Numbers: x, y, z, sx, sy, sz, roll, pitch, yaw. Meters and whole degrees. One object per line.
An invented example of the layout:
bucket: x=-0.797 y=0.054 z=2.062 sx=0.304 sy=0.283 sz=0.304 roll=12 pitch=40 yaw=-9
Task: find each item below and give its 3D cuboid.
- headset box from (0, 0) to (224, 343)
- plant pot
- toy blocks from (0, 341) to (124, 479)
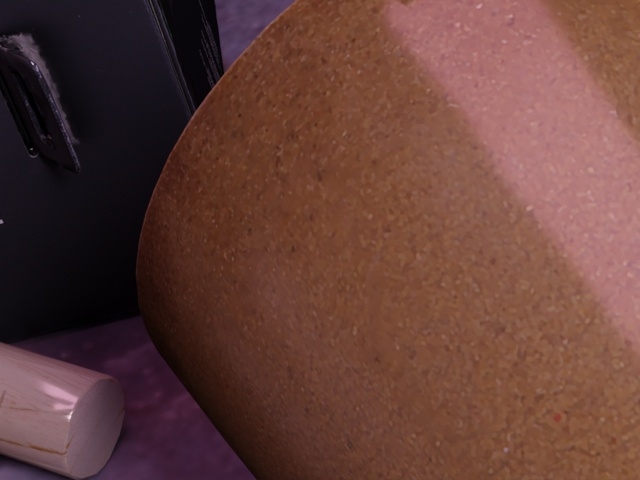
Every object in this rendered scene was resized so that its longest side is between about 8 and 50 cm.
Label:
headset box: x=-0.129 y=-0.131 z=0.723 sx=0.131 sy=0.246 sz=0.283 roll=-14 pitch=40 yaw=4
plant pot: x=0.105 y=0.064 z=0.472 sx=0.237 sy=0.237 sz=0.254 roll=-25 pitch=56 yaw=-9
toy blocks: x=-0.267 y=0.050 z=0.542 sx=0.260 sy=0.288 sz=0.309 roll=14 pitch=52 yaw=23
